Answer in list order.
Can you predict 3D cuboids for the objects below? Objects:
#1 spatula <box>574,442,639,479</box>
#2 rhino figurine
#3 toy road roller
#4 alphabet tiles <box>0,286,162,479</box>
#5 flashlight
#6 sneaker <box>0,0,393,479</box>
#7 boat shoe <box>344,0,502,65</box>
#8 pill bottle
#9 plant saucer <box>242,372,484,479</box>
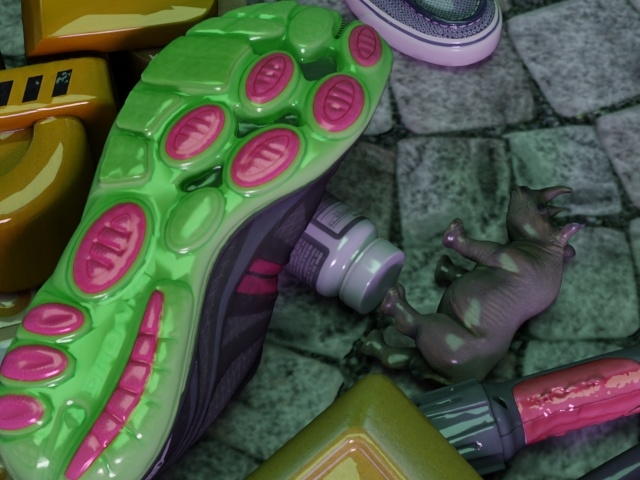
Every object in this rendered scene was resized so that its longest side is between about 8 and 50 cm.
[{"bbox_3d":[0.303,0.163,1.607,0.296,0.030,0.084,-25,61,-17],"label":"spatula"},{"bbox_3d":[0.147,0.034,1.659,0.106,0.073,0.243,32,60,21],"label":"rhino figurine"},{"bbox_3d":[-0.213,-0.096,1.656,0.329,0.202,0.241,-9,65,-3],"label":"toy road roller"},{"bbox_3d":[-0.317,0.162,1.593,0.342,0.011,0.285,-13,58,-11],"label":"alphabet tiles"},{"bbox_3d":[0.229,0.126,1.564,0.304,0.103,0.103,-15,52,-5],"label":"flashlight"},{"bbox_3d":[-0.106,0.006,1.566,0.185,0.202,0.483,30,72,12],"label":"sneaker"},{"bbox_3d":[0.053,-0.322,1.833,0.127,0.158,0.340,-32,64,-21],"label":"boat shoe"},{"bbox_3d":[0.000,0.000,1.671,0.137,0.078,0.078,35,62,18],"label":"pill bottle"},{"bbox_3d":[0.017,0.301,1.429,0.332,0.081,0.333,-40,66,-7],"label":"plant saucer"}]
